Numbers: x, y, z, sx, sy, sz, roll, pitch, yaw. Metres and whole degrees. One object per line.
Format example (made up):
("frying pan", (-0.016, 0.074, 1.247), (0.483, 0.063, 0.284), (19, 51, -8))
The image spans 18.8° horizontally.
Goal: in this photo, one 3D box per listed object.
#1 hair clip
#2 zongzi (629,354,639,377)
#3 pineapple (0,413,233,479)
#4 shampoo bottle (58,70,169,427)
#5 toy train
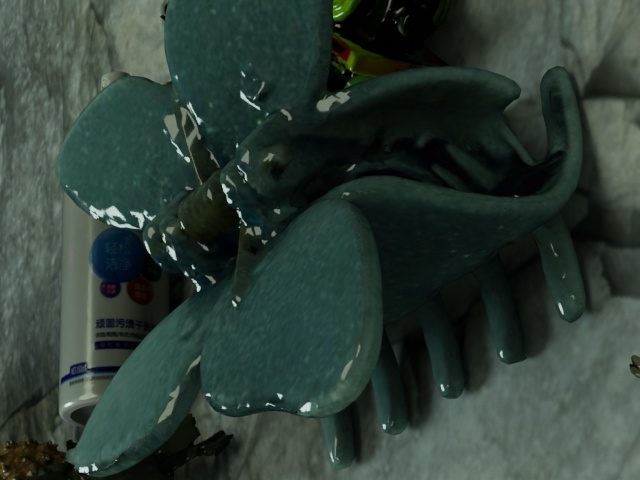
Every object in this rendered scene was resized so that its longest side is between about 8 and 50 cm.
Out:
("hair clip", (0.000, 0.000, 1.256), (0.318, 0.238, 0.392), (-39, 49, 40))
("zongzi", (0.276, 0.056, 1.033), (0.178, 0.081, 0.189), (-49, 24, -1))
("pineapple", (-0.184, 0.204, 1.541), (0.277, 0.130, 0.119), (-20, 33, 51))
("shampoo bottle", (-0.169, 0.001, 1.606), (0.092, 0.092, 0.303), (-26, 57, 46))
("toy train", (-0.009, -0.176, 1.454), (0.296, 0.100, 0.160), (42, 119, 50))
